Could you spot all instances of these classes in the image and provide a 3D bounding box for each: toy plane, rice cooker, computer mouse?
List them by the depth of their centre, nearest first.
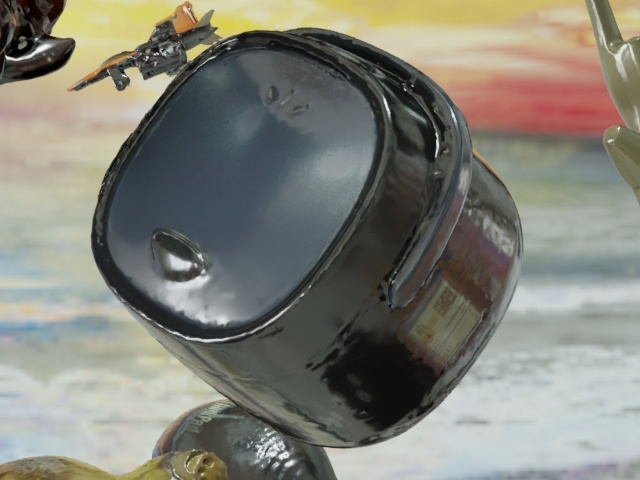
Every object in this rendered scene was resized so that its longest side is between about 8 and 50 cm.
[{"bbox_3d":[0.000,0.000,1.189,0.267,0.267,0.224,-4,-26,32],"label":"rice cooker"},{"bbox_3d":[-0.062,0.253,1.707,0.170,0.269,0.100,-12,-35,-13],"label":"computer mouse"},{"bbox_3d":[-0.198,-0.204,2.028,0.188,0.062,0.135,-35,-20,-11],"label":"toy plane"}]

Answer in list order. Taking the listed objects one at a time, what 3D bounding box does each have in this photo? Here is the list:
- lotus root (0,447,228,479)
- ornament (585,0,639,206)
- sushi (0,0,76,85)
[{"bbox_3d":[-0.175,0.212,0.932,0.169,0.314,0.141,49,6,40],"label":"lotus root"},{"bbox_3d":[0.334,-0.157,1.776,0.061,0.244,0.230,-21,-8,41],"label":"ornament"},{"bbox_3d":[-0.263,-0.165,1.092,0.215,0.212,0.227,-18,4,-8],"label":"sushi"}]
